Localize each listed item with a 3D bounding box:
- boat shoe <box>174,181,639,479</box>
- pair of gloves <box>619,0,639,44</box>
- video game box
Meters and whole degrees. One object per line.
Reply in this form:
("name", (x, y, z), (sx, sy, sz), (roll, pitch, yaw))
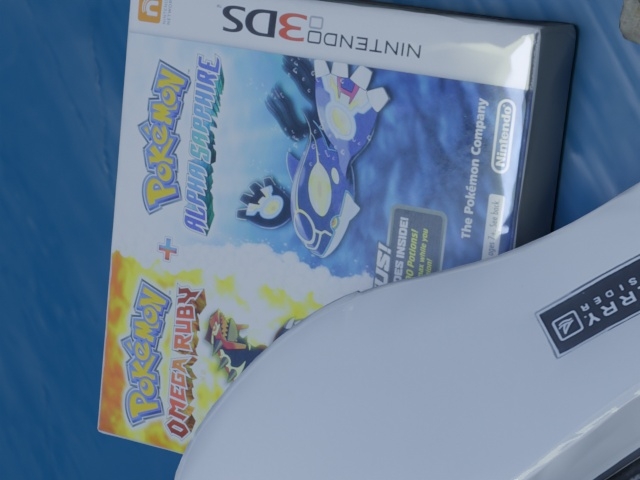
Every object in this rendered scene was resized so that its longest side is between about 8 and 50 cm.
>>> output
("boat shoe", (0.093, 0.052, 0.578), (0.301, 0.102, 0.108), (-31, 48, 12))
("pair of gloves", (0.070, -0.126, 0.540), (0.240, 0.204, 0.042), (26, 86, 25))
("video game box", (0.000, 0.000, 0.677), (0.187, 0.048, 0.205), (11, 102, 29))
